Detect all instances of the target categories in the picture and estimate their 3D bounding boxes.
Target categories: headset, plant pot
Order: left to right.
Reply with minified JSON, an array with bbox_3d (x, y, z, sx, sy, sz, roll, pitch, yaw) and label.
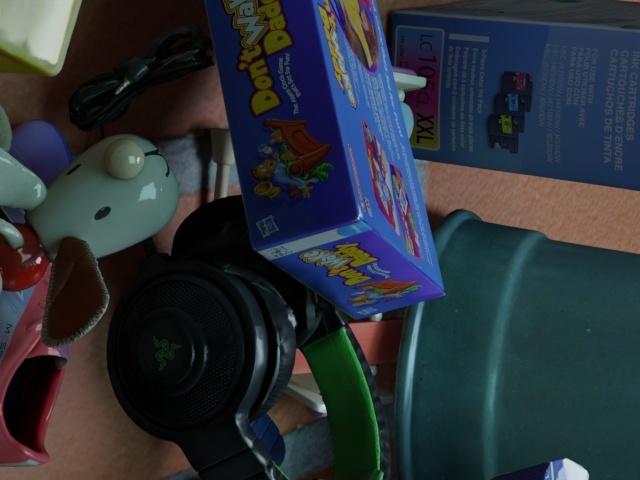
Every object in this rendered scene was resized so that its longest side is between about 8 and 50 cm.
[{"bbox_3d":[-0.051,0.039,1.153,0.394,0.185,0.243,56,25,-12],"label":"headset"},{"bbox_3d":[0.280,0.148,1.481,0.341,0.334,0.341,4,90,-68],"label":"plant pot"}]

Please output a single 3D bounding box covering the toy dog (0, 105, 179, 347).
[{"bbox_3d":[-0.236,0.013,0.928,0.334,0.220,0.161,-56,177,-28],"label":"toy dog"}]

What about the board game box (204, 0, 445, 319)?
[{"bbox_3d":[-0.007,-0.135,1.158,0.233,0.078,0.347,39,36,-66],"label":"board game box"}]

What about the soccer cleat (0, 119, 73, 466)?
[{"bbox_3d":[-0.205,0.039,1.100,0.083,0.095,0.248,17,84,-52],"label":"soccer cleat"}]

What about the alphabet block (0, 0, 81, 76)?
[{"bbox_3d":[-0.251,-0.224,0.912,0.193,0.192,0.197,25,79,-49],"label":"alphabet block"}]

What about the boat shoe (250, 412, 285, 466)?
[{"bbox_3d":[-0.107,0.124,1.257,0.183,0.066,0.066,56,27,-9],"label":"boat shoe"}]

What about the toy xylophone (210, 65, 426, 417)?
[{"bbox_3d":[0.000,0.000,1.366,0.236,0.081,0.323,-12,107,-50],"label":"toy xylophone"}]

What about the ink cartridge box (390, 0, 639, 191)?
[{"bbox_3d":[0.296,-0.143,1.456,0.270,0.395,0.151,-16,110,-49],"label":"ink cartridge box"}]

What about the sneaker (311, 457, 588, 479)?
[{"bbox_3d":[0.076,0.276,1.352,0.182,0.315,0.127,27,50,-21],"label":"sneaker"}]
